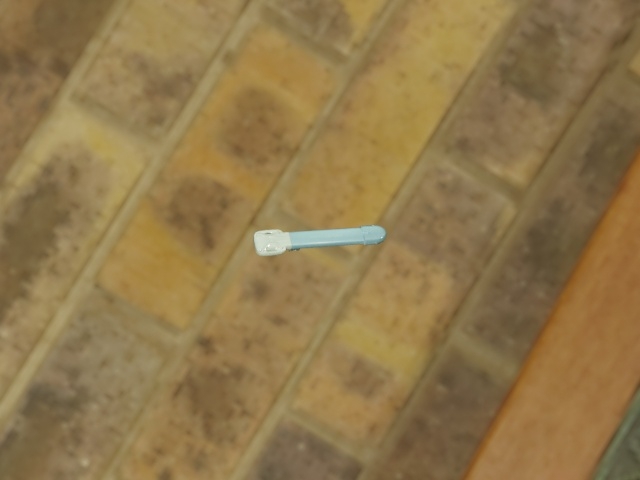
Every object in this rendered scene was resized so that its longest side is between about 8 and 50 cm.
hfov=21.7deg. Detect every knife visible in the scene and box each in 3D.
[{"bbox_3d":[0.000,0.000,1.189,0.027,0.096,0.010,-104,12,-50],"label":"knife"}]
